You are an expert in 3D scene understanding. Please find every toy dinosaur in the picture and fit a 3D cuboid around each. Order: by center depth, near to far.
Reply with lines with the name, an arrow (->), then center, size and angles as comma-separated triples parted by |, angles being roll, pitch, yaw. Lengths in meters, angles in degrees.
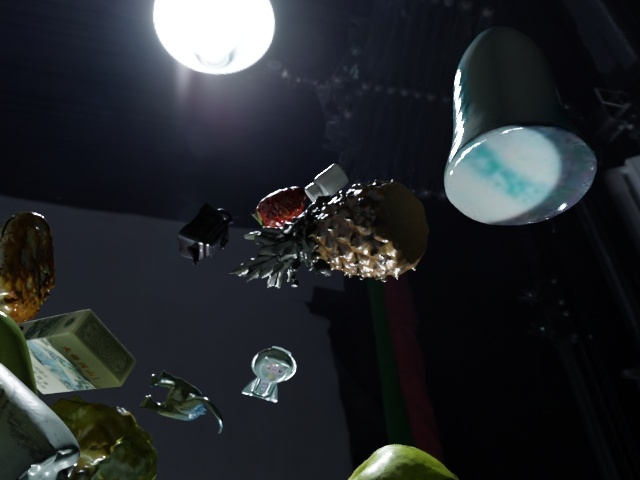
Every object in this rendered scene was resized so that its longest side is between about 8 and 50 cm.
toy dinosaur -> -0.275, 0.318, 1.044 | 0.363, 0.147, 0.077 | -42, -154, 64

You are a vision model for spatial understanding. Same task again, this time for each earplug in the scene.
earplug -> 0.274, -0.202, 0.766 | 0.185, 0.184, 0.324 | 116, -13, -52

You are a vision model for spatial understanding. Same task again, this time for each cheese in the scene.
cheese -> -0.076, 0.201, 0.797 | 0.026, 0.067, 0.121 | -83, -165, -55

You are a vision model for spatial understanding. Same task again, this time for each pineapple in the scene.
pineapple -> 0.000, -0.004, 0.891 | 0.364, 0.165, 0.166 | -9, -106, 44

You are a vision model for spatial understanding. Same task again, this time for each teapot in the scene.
teapot -> -0.270, -0.010, 1.278 | 0.177, 0.096, 0.087 | -56, 166, -37

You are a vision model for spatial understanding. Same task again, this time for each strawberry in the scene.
strawberry -> -0.107, -0.085, 1.437 | 0.148, 0.131, 0.131 | -61, -157, 18

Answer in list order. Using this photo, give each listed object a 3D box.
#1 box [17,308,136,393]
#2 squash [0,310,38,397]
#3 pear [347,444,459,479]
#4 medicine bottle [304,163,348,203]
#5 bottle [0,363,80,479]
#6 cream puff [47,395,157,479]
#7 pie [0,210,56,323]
box -> -0.540, 0.241, 1.106 | 0.164, 0.256, 0.069 | 61, 31, -29
squash -> -0.472, 0.273, 0.771 | 0.371, 0.118, 0.118 | 65, -26, 19
pear -> 0.161, 0.626, 1.037 | 0.391, 0.390, 0.392 | -174, -90, -75
medicine bottle -> 0.013, -0.119, 1.116 | 0.052, 0.089, 0.052 | 50, -6, 8
bottle -> -0.326, 0.130, 0.464 | 0.083, 0.269, 0.083 | -47, 157, -27
cream puff -> -0.446, 0.417, 1.005 | 0.185, 0.281, 0.282 | -142, -121, -76
pie -> -0.730, 0.063, 1.288 | 0.308, 0.085, 0.309 | 180, -90, -81
